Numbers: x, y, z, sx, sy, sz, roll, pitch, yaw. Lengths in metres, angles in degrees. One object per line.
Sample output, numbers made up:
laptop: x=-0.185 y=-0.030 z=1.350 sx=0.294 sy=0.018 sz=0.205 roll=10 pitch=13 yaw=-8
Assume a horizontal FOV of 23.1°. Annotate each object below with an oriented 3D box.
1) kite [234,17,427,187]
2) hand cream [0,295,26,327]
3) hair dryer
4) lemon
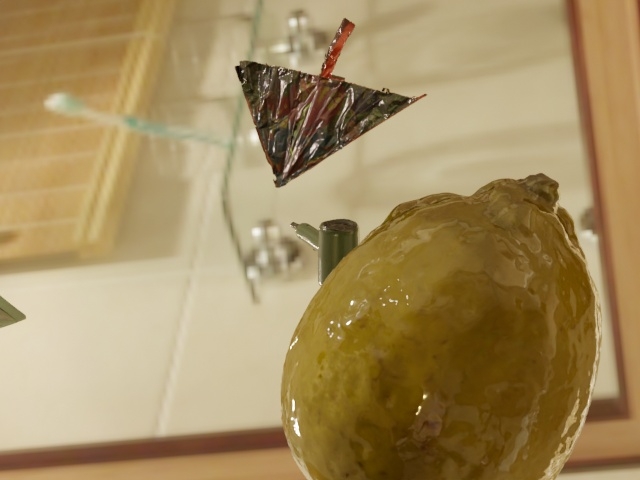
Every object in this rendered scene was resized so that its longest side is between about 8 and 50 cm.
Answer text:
kite: x=-0.001 y=-0.138 z=1.596 sx=0.009 sy=0.232 sz=0.189 roll=29 pitch=-98 yaw=-59
hand cream: x=-0.343 y=0.075 z=1.304 sx=0.205 sy=0.078 sz=0.050 roll=-24 pitch=-41 yaw=-50
hair dryer: x=0.000 y=0.000 z=1.754 sx=0.150 sy=0.047 sz=0.071 roll=-144 pitch=51 yaw=-61
lemon: x=0.105 y=0.109 z=1.359 sx=0.285 sy=0.285 sz=0.316 roll=-81 pitch=-3 yaw=-52
